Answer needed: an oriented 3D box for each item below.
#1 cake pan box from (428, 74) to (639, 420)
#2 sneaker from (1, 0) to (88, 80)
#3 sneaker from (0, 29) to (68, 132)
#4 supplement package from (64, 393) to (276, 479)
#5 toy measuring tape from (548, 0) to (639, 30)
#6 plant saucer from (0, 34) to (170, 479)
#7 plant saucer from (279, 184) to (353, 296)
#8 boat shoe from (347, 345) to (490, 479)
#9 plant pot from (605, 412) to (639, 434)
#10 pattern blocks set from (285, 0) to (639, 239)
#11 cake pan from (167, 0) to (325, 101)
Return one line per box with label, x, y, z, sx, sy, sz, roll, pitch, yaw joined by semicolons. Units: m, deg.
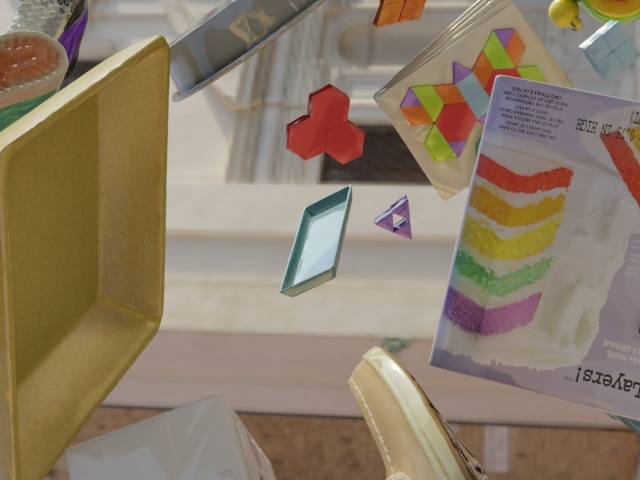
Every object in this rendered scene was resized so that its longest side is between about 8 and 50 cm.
cake pan box;0.241;0.014;0.931;0.070;0.267;0.245;-13;-63;-76
sneaker;-0.421;-0.258;1.736;0.146;0.102;0.293;87;-151;-63
sneaker;-0.430;-0.143;1.332;0.108;0.302;0.121;57;145;18
supplement package;-0.106;0.275;1.039;0.203;0.149;0.194;71;180;-62
toy measuring tape;0.453;-0.388;1.588;0.121;0.330;0.121;51;-173;-9
plant saucer;-0.235;0.007;1.068;0.332;0.081;0.332;-57;-25;-60
plant saucer;0.000;0.000;1.290;0.018;0.067;0.192;56;-158;-22
boat shoe;0.080;0.219;0.840;0.121;0.110;0.341;52;-172;-46
plant pot;0.434;0.116;1.297;0.252;0.247;0.248;-51;-26;-5
pattern blocks set;0.155;-0.145;1.192;0.325;0.285;0.026;-50;18;6
cake pan;-0.055;-0.255;1.253;0.054;0.293;0.293;53;-159;-13
